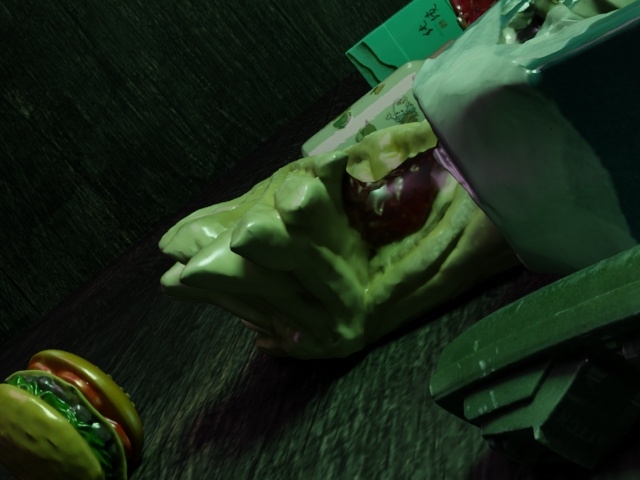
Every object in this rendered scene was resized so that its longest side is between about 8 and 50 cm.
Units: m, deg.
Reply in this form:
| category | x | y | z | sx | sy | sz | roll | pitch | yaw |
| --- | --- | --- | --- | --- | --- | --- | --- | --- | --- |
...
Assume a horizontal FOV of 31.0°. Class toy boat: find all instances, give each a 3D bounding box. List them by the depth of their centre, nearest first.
| category | x | y | z | sx | sy | sz | roll | pitch | yaw |
| --- | --- | --- | --- | --- | --- | --- | --- | --- | --- |
| toy boat | 0.150 | 0.046 | 0.508 | 0.260 | 0.078 | 0.085 | -30 | 38 | 49 |

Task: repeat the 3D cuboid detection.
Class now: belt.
| category | x | y | z | sx | sy | sz | roll | pitch | yaw |
| --- | --- | --- | --- | --- | --- | --- | --- | --- | --- |
| belt | 0.264 | -0.148 | 0.650 | 0.437 | 0.173 | 0.300 | -37 | 13 | 16 |

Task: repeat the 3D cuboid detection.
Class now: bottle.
| category | x | y | z | sx | sy | sz | roll | pitch | yaw |
| --- | --- | --- | --- | --- | --- | --- | --- | --- | --- |
| bottle | 0.107 | -0.138 | 1.337 | 0.253 | 0.120 | 0.120 | -37 | 10 | 7 |

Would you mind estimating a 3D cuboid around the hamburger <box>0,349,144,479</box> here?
| category | x | y | z | sx | sy | sz | roll | pitch | yaw |
| --- | --- | --- | --- | --- | --- | --- | --- | --- | --- |
| hamburger | -0.248 | 0.182 | 1.116 | 0.115 | 0.162 | 0.162 | -46 | 12 | -35 |

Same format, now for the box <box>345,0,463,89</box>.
| category | x | y | z | sx | sy | sz | roll | pitch | yaw |
| --- | --- | --- | --- | --- | --- | --- | --- | --- | --- |
| box | 0.165 | -0.232 | 1.404 | 0.226 | 0.161 | 0.042 | -34 | 8 | 28 |

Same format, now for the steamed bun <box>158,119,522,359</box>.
| category | x | y | z | sx | sy | sz | roll | pitch | yaw |
| --- | --- | --- | --- | --- | --- | --- | --- | --- | --- |
| steamed bun | 0.000 | 0.000 | 0.960 | 0.247 | 0.189 | 0.428 | -53 | 16 | -27 |

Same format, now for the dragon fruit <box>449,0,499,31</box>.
| category | x | y | z | sx | sy | sz | roll | pitch | yaw |
| --- | --- | --- | --- | --- | --- | --- | --- | --- | --- |
| dragon fruit | 0.268 | -0.209 | 1.090 | 0.262 | 0.134 | 0.211 | -1 | 10 | 26 |
